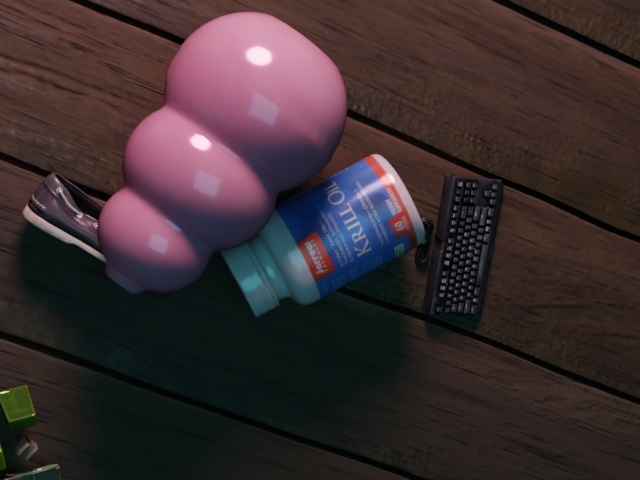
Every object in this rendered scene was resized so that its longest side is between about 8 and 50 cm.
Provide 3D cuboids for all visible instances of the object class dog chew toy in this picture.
[{"bbox_3d":[-0.121,-0.085,1.422,0.207,0.206,0.332,38,87,-19],"label":"dog chew toy"}]

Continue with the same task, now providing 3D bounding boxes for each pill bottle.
[{"bbox_3d":[0.000,0.000,1.525,0.222,0.124,0.124,-29,109,-6],"label":"pill bottle"}]

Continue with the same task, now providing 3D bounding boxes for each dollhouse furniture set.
[{"bbox_3d":[-0.357,0.252,1.550,0.076,0.058,0.151,-14,126,-18],"label":"dollhouse furniture set"}]

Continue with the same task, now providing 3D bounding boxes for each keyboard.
[{"bbox_3d":[0.167,0.007,1.624,0.108,0.023,0.180,5,101,-15],"label":"keyboard"}]

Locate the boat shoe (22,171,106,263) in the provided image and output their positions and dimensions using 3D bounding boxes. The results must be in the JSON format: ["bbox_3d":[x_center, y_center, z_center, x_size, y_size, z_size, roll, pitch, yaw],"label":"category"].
[{"bbox_3d":[-0.236,-0.010,1.490,0.206,0.075,0.065,27,99,-14],"label":"boat shoe"}]
